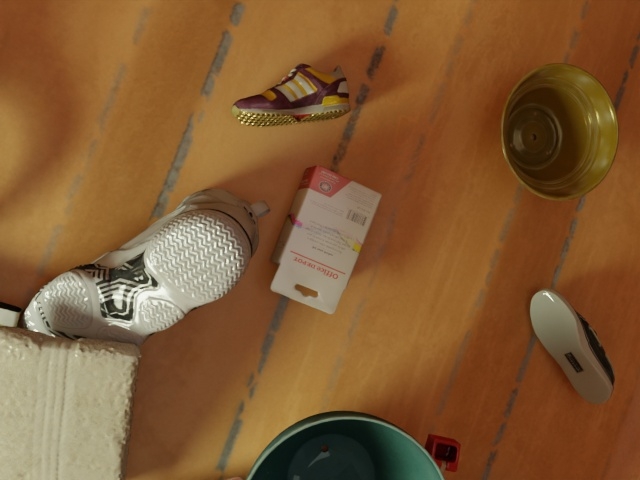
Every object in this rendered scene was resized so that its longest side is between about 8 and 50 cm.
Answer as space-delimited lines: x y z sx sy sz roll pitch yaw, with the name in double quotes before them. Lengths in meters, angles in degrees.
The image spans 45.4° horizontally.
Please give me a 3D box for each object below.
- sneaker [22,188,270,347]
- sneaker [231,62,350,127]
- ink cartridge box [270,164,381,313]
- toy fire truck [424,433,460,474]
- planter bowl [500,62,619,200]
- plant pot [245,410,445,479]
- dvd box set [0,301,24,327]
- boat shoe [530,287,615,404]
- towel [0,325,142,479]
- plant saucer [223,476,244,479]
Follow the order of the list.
"sneaker" -0.228 0.047 1.063 0.365 0.210 0.137 -27 101 21
"sneaker" -0.047 -0.220 1.144 0.185 0.069 0.084 -7 85 -22
"ink cartridge box" 0.000 0.000 1.160 0.115 0.067 0.198 24 84 -16
"toy fire truck" 0.148 0.386 1.182 0.047 0.135 0.192 15 87 -17
"planter bowl" 0.370 -0.173 1.253 0.217 0.090 0.217 -1 92 -16
"plant pot" 0.024 0.372 1.103 0.290 0.195 0.290 0 92 -6
"dvd box set" -0.603 0.249 0.991 0.307 0.062 0.421 19 87 -17
"boat shoe" 0.429 0.170 1.299 0.070 0.077 0.219 -37 100 -47
"towel" -0.342 0.239 1.016 0.187 0.049 0.282 9 118 -11
"plant saucer" -0.219 0.494 1.123 0.258 0.047 0.259 -11 96 -16
